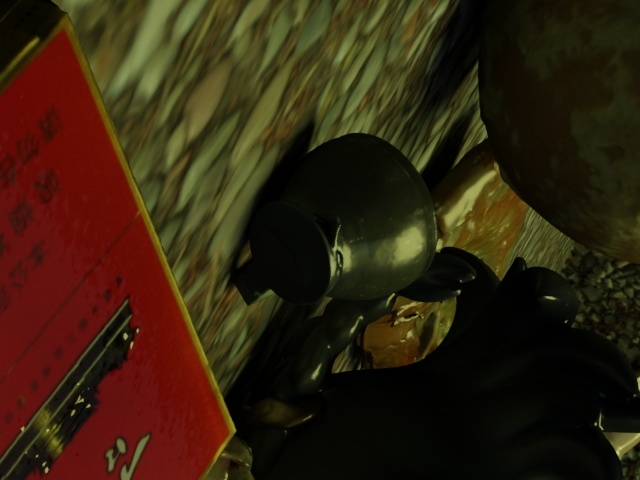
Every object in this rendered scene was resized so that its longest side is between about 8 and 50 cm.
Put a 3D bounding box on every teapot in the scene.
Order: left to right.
[{"bbox_3d":[0.000,0.000,0.745,0.057,0.066,0.088,-26,172,-41],"label":"teapot"}]

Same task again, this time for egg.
[{"bbox_3d":[0.181,-0.082,0.984,0.245,0.203,0.203,-87,-159,-67],"label":"egg"}]

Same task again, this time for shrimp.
[{"bbox_3d":[0.067,0.037,1.228,0.154,0.062,0.294,-39,157,-35],"label":"shrimp"}]

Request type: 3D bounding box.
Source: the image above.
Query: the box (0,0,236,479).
[{"bbox_3d":[-0.065,0.027,0.391,0.090,0.023,0.133,-52,142,-33],"label":"box"}]

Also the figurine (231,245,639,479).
[{"bbox_3d":[0.057,0.112,0.932,0.265,0.197,0.175,-56,173,-9],"label":"figurine"}]

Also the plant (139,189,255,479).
[{"bbox_3d":[-0.071,0.048,0.506,0.116,0.104,0.122,-10,-102,55],"label":"plant"}]
